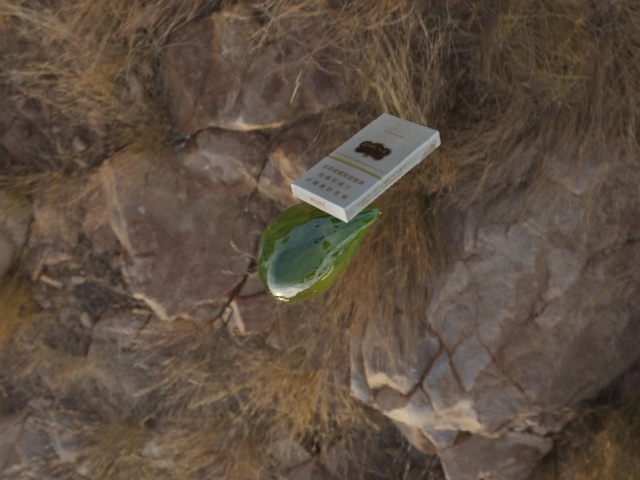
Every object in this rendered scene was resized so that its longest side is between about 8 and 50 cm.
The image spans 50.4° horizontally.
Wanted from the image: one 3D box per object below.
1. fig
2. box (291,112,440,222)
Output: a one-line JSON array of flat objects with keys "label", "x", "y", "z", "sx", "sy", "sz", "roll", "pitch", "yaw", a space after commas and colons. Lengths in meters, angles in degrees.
[{"label": "fig", "x": -0.017, "y": -0.001, "z": 1.180, "sx": 0.167, "sy": 0.167, "sz": 0.234, "roll": 28, "pitch": 110, "yaw": -7}, {"label": "box", "x": 0.055, "y": -0.091, "z": 0.805, "sx": 0.090, "sy": 0.167, "sz": 0.024, "roll": 29, "pitch": 147, "yaw": 39}]
